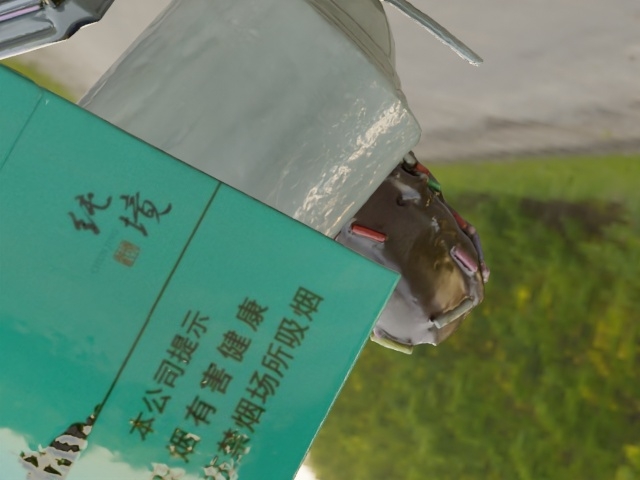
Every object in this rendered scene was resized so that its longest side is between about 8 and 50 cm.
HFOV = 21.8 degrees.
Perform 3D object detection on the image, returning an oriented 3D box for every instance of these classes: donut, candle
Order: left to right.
[{"bbox_3d":[-0.062,-0.079,1.236,0.221,0.342,0.221,39,171,7],"label":"candle"},{"bbox_3d":[-0.014,-0.016,1.668,0.345,0.136,0.259,6,141,39],"label":"donut"}]

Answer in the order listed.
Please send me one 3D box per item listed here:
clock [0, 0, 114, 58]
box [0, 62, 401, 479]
[{"bbox_3d":[-0.274,-0.221,1.202,0.253,0.083,0.186,-8,127,41],"label":"clock"},{"bbox_3d":[-0.104,0.032,0.675,0.226,0.161,0.042,28,175,0],"label":"box"}]
